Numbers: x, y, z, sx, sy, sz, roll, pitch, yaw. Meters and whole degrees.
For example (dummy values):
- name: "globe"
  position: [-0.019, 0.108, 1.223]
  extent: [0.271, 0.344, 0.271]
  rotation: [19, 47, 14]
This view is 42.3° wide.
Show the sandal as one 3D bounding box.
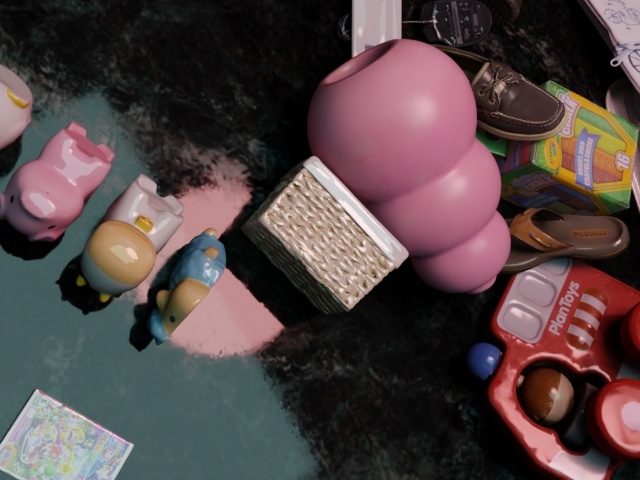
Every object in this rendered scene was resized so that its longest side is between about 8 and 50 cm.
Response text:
- name: "sandal"
  position: [0.302, -0.008, 1.110]
  extent: [0.219, 0.060, 0.090]
  rotation: [-3, 50, 11]

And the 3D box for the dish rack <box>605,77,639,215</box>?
- name: "dish rack"
  position: [0.615, -0.124, 1.324]
  extent: [0.285, 0.072, 0.333]
  rotation: [-14, 84, -26]

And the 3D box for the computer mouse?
- name: "computer mouse"
  position: [0.133, -0.301, 1.161]
  extent: [0.242, 0.041, 0.071]
  rotation: [-6, 91, -20]

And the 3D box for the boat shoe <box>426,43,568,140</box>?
- name: "boat shoe"
  position: [0.215, -0.198, 1.083]
  extent: [0.080, 0.223, 0.073]
  rotation: [-54, 146, -8]

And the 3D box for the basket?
- name: "basket"
  position: [0.000, 0.000, 0.985]
  extent: [0.167, 0.113, 0.103]
  rotation: [45, 72, -8]

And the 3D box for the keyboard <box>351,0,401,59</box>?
- name: "keyboard"
  position: [0.075, -0.247, 1.111]
  extent: [0.072, 0.014, 0.256]
  rotation: [1, 88, -17]

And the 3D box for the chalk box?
- name: "chalk box"
  position: [0.310, -0.124, 1.147]
  extent: [0.213, 0.132, 0.132]
  rotation: [21, 71, -20]

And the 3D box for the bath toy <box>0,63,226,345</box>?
- name: "bath toy"
  position: [-0.268, -0.041, 0.873]
  extent: [0.348, 0.151, 0.129]
  rotation: [40, 101, -12]

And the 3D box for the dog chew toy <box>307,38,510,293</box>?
- name: "dog chew toy"
  position: [0.127, -0.076, 1.021]
  extent: [0.206, 0.206, 0.332]
  rotation: [-42, 111, -26]

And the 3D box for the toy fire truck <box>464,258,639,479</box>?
- name: "toy fire truck"
  position: [0.330, 0.164, 1.098]
  extent: [0.254, 0.169, 0.302]
  rotation: [28, 66, 9]

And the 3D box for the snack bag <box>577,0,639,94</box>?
- name: "snack bag"
  position: [0.574, -0.326, 1.317]
  extent: [0.323, 0.037, 0.342]
  rotation: [-15, 69, -28]

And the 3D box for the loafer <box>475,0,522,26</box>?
- name: "loafer"
  position: [0.217, -0.412, 1.204]
  extent: [0.220, 0.080, 0.078]
  rotation: [50, 54, -13]

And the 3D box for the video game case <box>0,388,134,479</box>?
- name: "video game case"
  position: [-0.271, 0.225, 0.872]
  extent: [0.122, 0.011, 0.087]
  rotation: [35, 67, -15]
